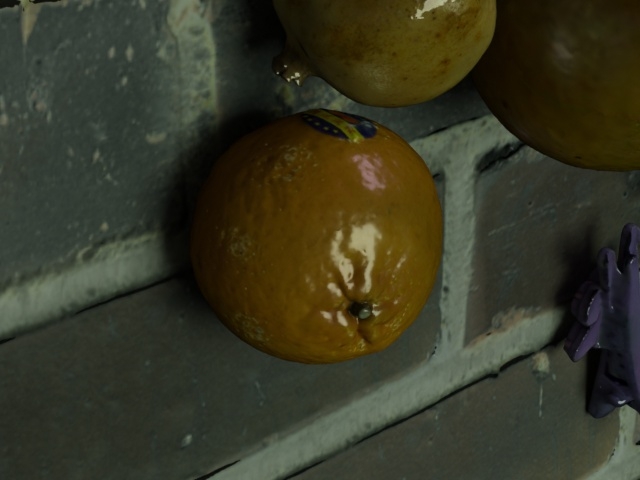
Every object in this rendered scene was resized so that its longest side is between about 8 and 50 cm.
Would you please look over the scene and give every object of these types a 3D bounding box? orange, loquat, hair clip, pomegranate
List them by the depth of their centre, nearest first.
[{"bbox_3d":[0.043,-0.189,1.427,0.196,0.196,0.196,-21,121,-40],"label":"pomegranate"},{"bbox_3d":[0.000,-0.001,1.459,0.219,0.193,0.219,-35,147,-28],"label":"orange"},{"bbox_3d":[0.248,-0.228,1.553,0.328,0.359,0.328,-164,-90,-88],"label":"loquat"},{"bbox_3d":[0.325,0.109,1.934,0.137,0.090,0.278,-38,126,-29],"label":"hair clip"}]
